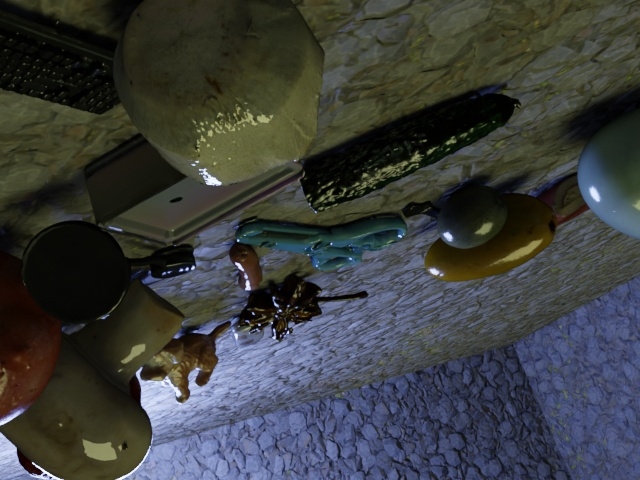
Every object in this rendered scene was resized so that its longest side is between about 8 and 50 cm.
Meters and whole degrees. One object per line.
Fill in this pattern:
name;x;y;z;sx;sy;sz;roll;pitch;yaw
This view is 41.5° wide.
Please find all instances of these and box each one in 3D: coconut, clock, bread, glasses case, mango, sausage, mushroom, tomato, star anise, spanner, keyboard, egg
coconut;-0.073;-0.125;0.676;0.161;0.161;0.162;-24;164;11
clock;-0.132;-0.071;0.903;0.192;0.071;0.147;-27;162;19
bread;0.449;-0.069;1.584;0.119;0.067;0.192;-13;164;-46
glasses case;-0.147;0.184;1.708;0.063;0.041;0.164;-21;164;-11
mango;0.296;-0.004;1.495;0.253;0.139;0.113;-26;141;27
sausage;-0.115;0.044;1.327;0.043;0.043;0.186;-19;163;-6
mushroom;-0.334;0.191;1.232;0.290;0.292;0.292;-46;171;-20
tomato;-0.395;0.113;0.934;0.208;0.208;0.184;-8;156;-36
star anise;-0.047;0.128;1.584;0.233;0.073;0.177;17;134;-37
spanner;0.197;-0.045;1.462;0.046;0.012;0.208;-28;162;25
keyboard;-0.232;-0.141;0.656;0.093;0.025;0.230;-27;162;28
egg;0.554;-0.104;1.326;0.370;0.230;0.230;-3;156;-35

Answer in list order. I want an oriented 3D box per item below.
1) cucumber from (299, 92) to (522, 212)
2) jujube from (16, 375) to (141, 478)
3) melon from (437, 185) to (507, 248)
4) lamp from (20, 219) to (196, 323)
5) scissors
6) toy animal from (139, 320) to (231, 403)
cucumber;0.115;-0.118;1.062;0.293;0.068;0.067;-23;163;6
jujube;-0.436;0.313;1.526;0.232;0.213;0.213;-11;161;-14
melon;0.250;-0.038;1.401;0.098;0.098;0.130;-4;161;-43
lamp;-0.237;0.055;1.044;0.130;0.109;0.371;-20;170;1
scissors;0.000;0.001;1.338;0.180;0.032;0.393;-31;160;28
toy animal;-0.260;0.192;1.574;0.184;0.104;0.185;-52;146;-10
